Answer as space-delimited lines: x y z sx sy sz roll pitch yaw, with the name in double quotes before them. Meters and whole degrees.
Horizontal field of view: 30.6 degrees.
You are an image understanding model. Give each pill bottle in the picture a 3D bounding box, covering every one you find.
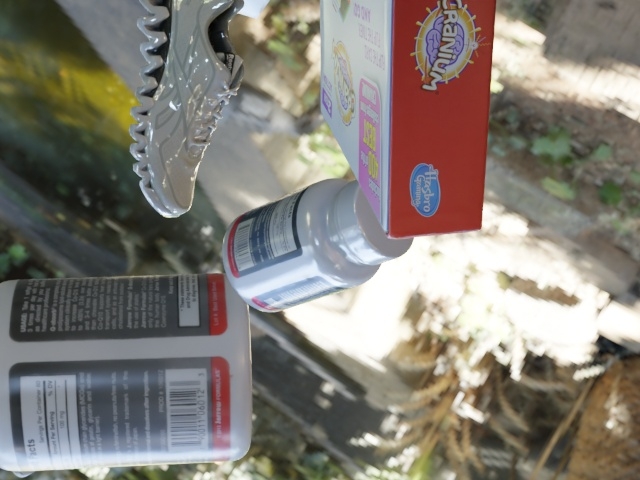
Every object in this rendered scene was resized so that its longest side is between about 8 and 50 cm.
"pill bottle" 0.000 0.000 1.125 0.180 0.108 0.108 -20 130 44
"pill bottle" -0.261 0.143 1.281 0.363 0.210 0.210 -1 167 -6

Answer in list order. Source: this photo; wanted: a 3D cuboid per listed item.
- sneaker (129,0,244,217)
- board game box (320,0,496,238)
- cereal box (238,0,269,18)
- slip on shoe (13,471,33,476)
"sneaker" -0.154 -0.170 1.379 0.118 0.292 0.110 6 -173 12
"board game box" 0.050 -0.194 0.769 0.064 0.316 0.242 -5 -153 -9
"cereal box" -0.152 -0.382 1.498 0.240 0.047 0.173 12 146 -26
"slip on shoe" -0.334 0.230 1.439 0.051 0.135 0.041 6 132 50
